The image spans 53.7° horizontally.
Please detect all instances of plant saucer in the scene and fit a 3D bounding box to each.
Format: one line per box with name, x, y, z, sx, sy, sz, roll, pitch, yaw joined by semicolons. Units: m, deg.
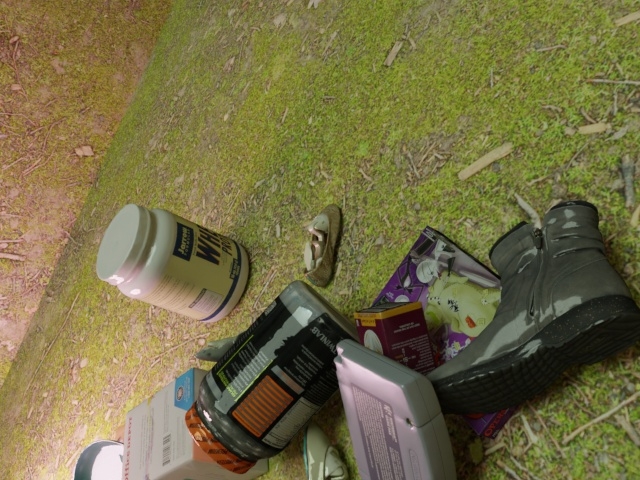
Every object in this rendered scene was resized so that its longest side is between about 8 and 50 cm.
plant saucer;-0.471;0.625;1.517;0.317;0.043;0.318;5;100;28

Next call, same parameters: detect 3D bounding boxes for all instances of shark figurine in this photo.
shark figurine;-0.120;0.245;1.416;0.278;0.166;0.116;-19;80;23

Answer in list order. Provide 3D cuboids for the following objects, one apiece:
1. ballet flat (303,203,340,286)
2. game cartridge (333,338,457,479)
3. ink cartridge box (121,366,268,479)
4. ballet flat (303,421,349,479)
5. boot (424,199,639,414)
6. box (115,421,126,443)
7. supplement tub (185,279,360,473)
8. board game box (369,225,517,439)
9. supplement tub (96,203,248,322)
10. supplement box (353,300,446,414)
ballet flat;0.000;0.000;1.412;0.073;0.067;0.206;-21;54;43
game cartridge;0.118;0.309;0.963;0.198;0.062;0.298;14;123;49
ink cartridge box;-0.278;0.438;1.380;0.270;0.197;0.198;-36;46;32
ballet flat;0.016;0.449;1.133;0.086;0.086;0.249;-27;51;38
boot;0.282;0.104;0.927;0.338;0.118;0.223;-32;41;25
box;-0.458;0.547;1.620;0.130;0.091;0.171;-41;42;27
supplement tub;-0.084;0.259;1.197;0.338;0.207;0.207;-47;38;1
board game box;0.232;0.138;1.072;0.208;0.056;0.347;-60;37;12
supplement tub;-0.373;0.059;1.611;0.235;0.324;0.236;-27;50;38
supplement box;0.129;0.200;1.040;0.104;0.080;0.188;164;93;-67
